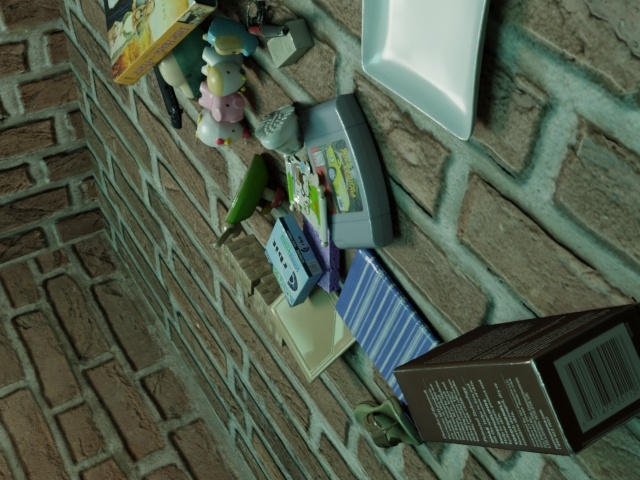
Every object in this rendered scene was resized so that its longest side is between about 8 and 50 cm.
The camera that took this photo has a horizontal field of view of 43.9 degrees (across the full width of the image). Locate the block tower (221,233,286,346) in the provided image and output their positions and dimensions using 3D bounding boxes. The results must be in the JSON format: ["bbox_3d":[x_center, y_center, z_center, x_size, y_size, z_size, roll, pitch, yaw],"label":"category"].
[{"bbox_3d":[-0.150,0.123,2.135,0.335,0.097,0.091,50,151,31],"label":"block tower"}]

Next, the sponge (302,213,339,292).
[{"bbox_3d":[0.000,0.000,1.756,0.117,0.031,0.210,36,135,50],"label":"sponge"}]

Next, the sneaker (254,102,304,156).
[{"bbox_3d":[-0.070,-0.214,1.612,0.235,0.090,0.095,-76,-39,-70],"label":"sneaker"}]

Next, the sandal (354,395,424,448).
[{"bbox_3d":[0.139,0.418,1.756,0.120,0.086,0.303,54,158,1],"label":"sandal"}]

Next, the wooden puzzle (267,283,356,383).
[{"bbox_3d":[-0.013,0.191,1.893,0.238,0.044,0.221,-50,61,36],"label":"wooden puzzle"}]

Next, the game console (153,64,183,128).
[{"bbox_3d":[-0.434,-0.466,2.174,0.213,0.044,0.361,89,162,-71],"label":"game console"}]

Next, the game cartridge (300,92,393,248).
[{"bbox_3d":[0.051,-0.126,1.528,0.196,0.060,0.294,-6,101,62],"label":"game cartridge"}]

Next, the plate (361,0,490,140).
[{"bbox_3d":[0.155,-0.324,1.164,0.277,0.045,0.278,45,147,41],"label":"plate"}]

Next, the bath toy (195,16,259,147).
[{"bbox_3d":[-0.219,-0.343,1.856,0.348,0.129,0.151,106,180,-52],"label":"bath toy"}]

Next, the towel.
[{"bbox_3d":[0.151,0.191,1.633,0.336,0.040,0.243,53,149,27],"label":"towel"}]

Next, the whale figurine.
[{"bbox_3d":[-0.338,-0.462,2.022,0.272,0.141,0.216,64,-178,-71],"label":"whale figurine"}]

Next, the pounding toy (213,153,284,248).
[{"bbox_3d":[-0.159,-0.084,1.939,0.183,0.110,0.237,-91,26,-74],"label":"pounding toy"}]

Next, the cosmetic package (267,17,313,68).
[{"bbox_3d":[-0.061,-0.388,1.569,0.115,0.041,0.060,-14,96,66],"label":"cosmetic package"}]

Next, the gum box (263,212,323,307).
[{"bbox_3d":[-0.066,0.049,1.816,0.157,0.041,0.184,62,155,18],"label":"gum box"}]

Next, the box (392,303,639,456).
[{"bbox_3d":[0.286,0.205,1.161,0.143,0.191,0.381,68,157,0],"label":"box"}]

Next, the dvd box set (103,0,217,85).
[{"bbox_3d":[-0.383,-0.580,1.825,0.420,0.062,0.307,-21,75,50],"label":"dvd box set"}]

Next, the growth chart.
[{"bbox_3d":[-0.029,-0.094,1.663,0.237,0.021,0.172,-129,27,-56],"label":"growth chart"}]

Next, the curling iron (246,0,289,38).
[{"bbox_3d":[-0.108,-0.427,1.563,0.274,0.035,0.068,-126,36,-63],"label":"curling iron"}]
